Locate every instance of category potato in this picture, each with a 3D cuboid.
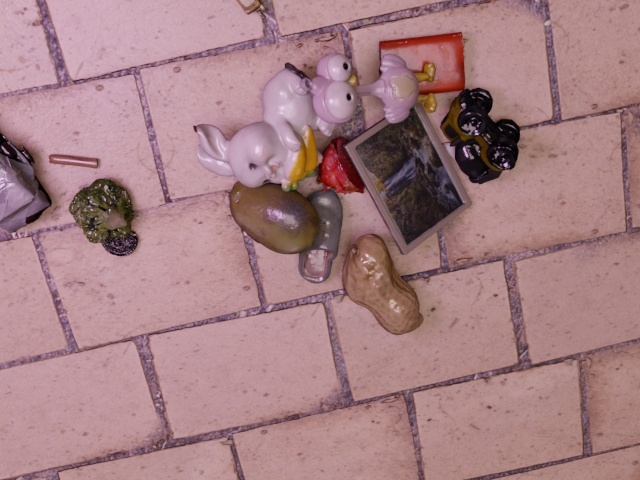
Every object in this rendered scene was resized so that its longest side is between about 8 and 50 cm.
[{"bbox_3d":[-0.120,-0.066,1.877,0.252,0.159,0.174,25,127,9],"label":"potato"}]

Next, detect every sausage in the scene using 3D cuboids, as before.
[{"bbox_3d":[-0.595,-0.191,1.870,0.116,0.026,0.026,5,106,-7],"label":"sausage"}]

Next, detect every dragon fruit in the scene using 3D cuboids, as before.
[{"bbox_3d":[0.030,-0.170,1.886,0.111,0.153,0.153,-24,109,21],"label":"dragon fruit"}]

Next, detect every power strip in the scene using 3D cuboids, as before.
[{"bbox_3d":[-0.225,-0.624,1.752,0.044,0.064,0.305,-37,107,9],"label":"power strip"}]

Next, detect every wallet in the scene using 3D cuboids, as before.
[{"bbox_3d":[0.245,-0.420,1.873,0.205,0.045,0.142,-8,110,-3],"label":"wallet"}]

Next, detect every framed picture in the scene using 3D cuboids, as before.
[{"bbox_3d":[0.222,-0.159,1.923,0.241,0.020,0.324,-34,108,-17],"label":"framed picture"}]

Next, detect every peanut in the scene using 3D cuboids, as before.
[{"bbox_3d":[0.146,0.118,1.986,0.159,0.143,0.291,-16,118,35],"label":"peanut"}]

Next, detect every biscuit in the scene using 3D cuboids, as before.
[{"bbox_3d":[-0.503,-0.001,1.936,0.087,0.027,0.089,-35,107,6],"label":"biscuit"}]

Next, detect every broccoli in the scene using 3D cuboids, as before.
[{"bbox_3d":[-0.516,-0.067,1.863,0.146,0.138,0.162,-39,131,-17],"label":"broccoli"}]

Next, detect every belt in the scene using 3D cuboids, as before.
[{"bbox_3d":[-0.745,-0.163,1.784,0.164,0.184,0.289,-35,113,0],"label":"belt"}]

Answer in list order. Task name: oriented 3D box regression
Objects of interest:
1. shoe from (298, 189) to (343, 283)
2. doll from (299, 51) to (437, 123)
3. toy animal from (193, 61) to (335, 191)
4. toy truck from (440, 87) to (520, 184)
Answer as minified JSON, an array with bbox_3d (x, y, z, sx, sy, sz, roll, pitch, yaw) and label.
[{"bbox_3d":[0.000,0.000,1.951,0.103,0.100,0.250,4,109,-5],"label":"shoe"},{"bbox_3d":[0.108,-0.344,1.757,0.365,0.094,0.160,-7,96,-35],"label":"doll"},{"bbox_3d":[-0.121,-0.245,1.791,0.247,0.183,0.310,40,91,16],"label":"toy animal"},{"bbox_3d":[0.380,-0.250,1.901,0.165,0.147,0.224,-33,111,34],"label":"toy truck"}]
